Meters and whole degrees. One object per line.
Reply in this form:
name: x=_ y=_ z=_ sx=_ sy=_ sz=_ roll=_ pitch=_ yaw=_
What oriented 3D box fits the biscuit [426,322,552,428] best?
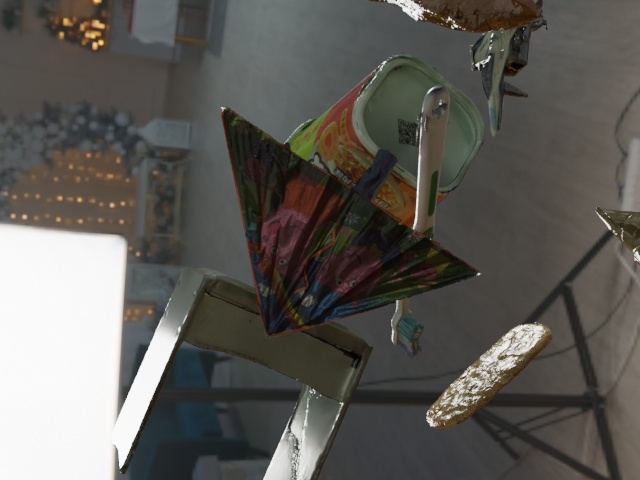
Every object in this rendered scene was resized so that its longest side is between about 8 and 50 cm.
biscuit: x=0.263 y=0.209 z=1.297 sx=0.029 sy=0.247 sz=0.118 roll=53 pitch=161 yaw=-6

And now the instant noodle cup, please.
instant noodle cup: x=0.087 y=-0.124 z=1.337 sx=0.308 sy=0.293 sz=0.294 roll=140 pitch=131 yaw=-59

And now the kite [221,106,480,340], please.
kite: x=0.000 y=0.000 z=0.854 sx=0.234 sy=0.321 sz=0.016 roll=-57 pitch=2 yaw=-4

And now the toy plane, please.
toy plane: x=0.254 y=-0.253 z=1.133 sx=0.192 sy=0.088 sz=0.262 roll=137 pitch=136 yaw=-62

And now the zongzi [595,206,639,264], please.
zongzi: x=0.562 y=-0.046 z=1.328 sx=0.189 sy=0.081 sz=0.178 roll=-48 pitch=61 yaw=25

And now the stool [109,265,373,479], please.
stool: x=-0.108 y=0.199 z=1.099 sx=0.270 sy=0.243 sz=0.170 roll=-68 pitch=17 yaw=-5

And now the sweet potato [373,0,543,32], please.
sweet potato: x=0.114 y=-0.231 z=0.785 sx=0.205 sy=0.068 sz=0.060 roll=24 pitch=139 yaw=40

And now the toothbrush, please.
toothbrush: x=0.108 y=-0.004 z=0.938 sx=0.040 sy=0.042 sz=0.418 roll=40 pitch=149 yaw=33
